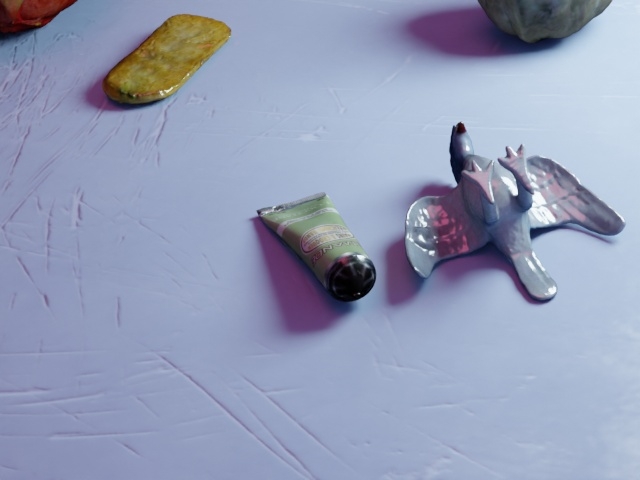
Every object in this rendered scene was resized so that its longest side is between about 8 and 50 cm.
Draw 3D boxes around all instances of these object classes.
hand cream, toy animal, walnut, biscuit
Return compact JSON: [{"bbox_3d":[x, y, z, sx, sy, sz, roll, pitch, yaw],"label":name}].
[{"bbox_3d":[0.000,0.000,1.368,0.086,0.055,0.235,-15,29,-13],"label":"hand cream"},{"bbox_3d":[0.197,-0.038,1.355,0.239,0.176,0.255,-15,70,-3],"label":"toy animal"},{"bbox_3d":[0.304,-0.384,1.683,0.224,0.224,0.224,-6,36,4],"label":"walnut"},{"bbox_3d":[-0.219,-0.262,1.797,0.118,0.029,0.247,15,42,20],"label":"biscuit"}]

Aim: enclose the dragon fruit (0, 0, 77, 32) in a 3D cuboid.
[{"bbox_3d":[-0.484,-0.453,1.915,0.342,0.277,0.277,-28,38,-8],"label":"dragon fruit"}]
